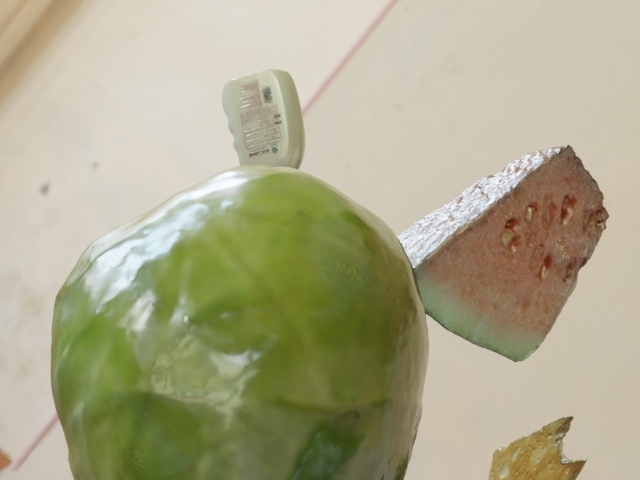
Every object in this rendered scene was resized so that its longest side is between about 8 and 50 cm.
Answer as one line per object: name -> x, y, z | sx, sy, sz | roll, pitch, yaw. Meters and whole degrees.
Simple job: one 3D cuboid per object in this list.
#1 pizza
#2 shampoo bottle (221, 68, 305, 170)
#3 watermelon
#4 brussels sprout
pizza -> 0.354, 0.387, 1.645 | 0.034, 0.262, 0.181 | 10, 33, -29
shampoo bottle -> -0.048, -0.086, 0.972 | 0.045, 0.077, 0.151 | 13, 63, -71
watermelon -> 0.227, 0.001, 1.196 | 0.193, 0.256, 0.140 | 37, 10, -21
brussels sprout -> -0.040, 0.075, 0.548 | 0.244, 0.244, 0.244 | 38, -1, 1
